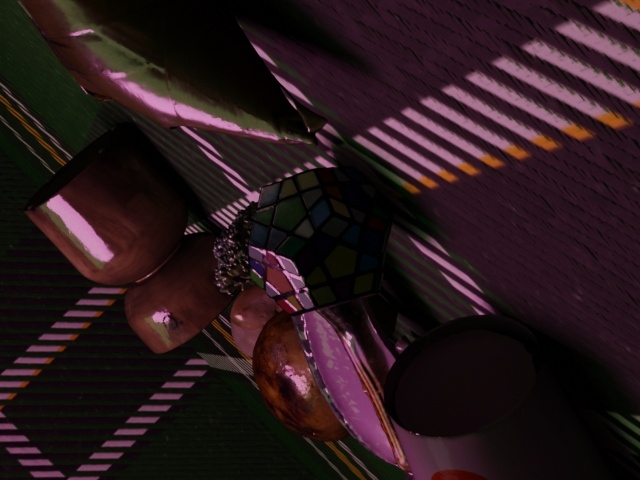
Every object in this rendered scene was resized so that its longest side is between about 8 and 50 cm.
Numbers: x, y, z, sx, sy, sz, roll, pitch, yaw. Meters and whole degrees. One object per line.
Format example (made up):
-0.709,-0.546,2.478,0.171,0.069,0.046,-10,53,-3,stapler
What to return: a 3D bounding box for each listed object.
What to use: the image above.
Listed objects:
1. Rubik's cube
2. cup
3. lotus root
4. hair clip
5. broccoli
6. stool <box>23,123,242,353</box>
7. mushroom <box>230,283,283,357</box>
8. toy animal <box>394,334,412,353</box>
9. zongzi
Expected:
0.000,0.000,1.027,0.133,0.133,0.112,44,125,5,Rubik's cube
0.165,0.211,1.064,0.203,0.203,0.288,29,152,51,cup
-0.003,0.153,1.465,0.169,0.141,0.314,46,167,11,lotus root
0.029,0.103,1.196,0.096,0.110,0.359,-102,-13,-58,hair clip
-0.010,0.036,1.266,0.204,0.118,0.122,30,155,-3,broccoli
-0.245,-0.003,1.667,0.264,0.179,0.179,50,167,-16,stool
-0.074,0.108,1.675,0.097,0.088,0.212,26,160,2,mushroom
0.128,0.201,1.346,0.170,0.090,0.255,28,163,33,toy animal
-0.143,-0.190,0.892,0.289,0.123,0.260,29,161,51,zongzi
